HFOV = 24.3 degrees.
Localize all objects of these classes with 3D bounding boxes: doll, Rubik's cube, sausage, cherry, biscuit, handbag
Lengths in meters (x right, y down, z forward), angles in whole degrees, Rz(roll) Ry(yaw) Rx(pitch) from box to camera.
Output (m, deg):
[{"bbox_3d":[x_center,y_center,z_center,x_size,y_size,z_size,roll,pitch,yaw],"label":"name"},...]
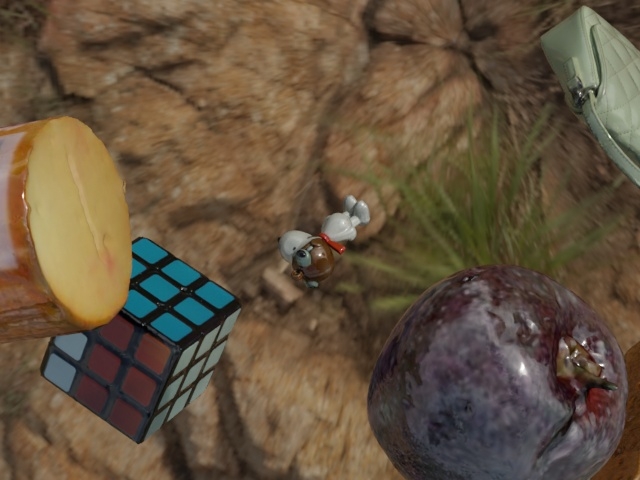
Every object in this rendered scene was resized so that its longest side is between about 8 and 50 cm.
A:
[{"bbox_3d":[0.006,0.002,1.193,0.085,0.058,0.040,-24,134,-17],"label":"doll"},{"bbox_3d":[-0.217,0.118,1.792,0.160,0.162,0.163,32,123,13],"label":"Rubik's cube"},{"bbox_3d":[-0.378,0.002,1.578,0.287,0.233,0.233,-11,97,19],"label":"sausage"},{"bbox_3d":[0.125,0.113,1.093,0.195,0.195,0.195,1,98,5],"label":"cherry"},{"bbox_3d":[0.409,0.203,1.772,0.202,0.334,0.047,-37,103,22],"label":"biscuit"},{"bbox_3d":[0.351,-0.125,1.629,0.079,0.219,0.256,-36,134,27],"label":"handbag"}]
